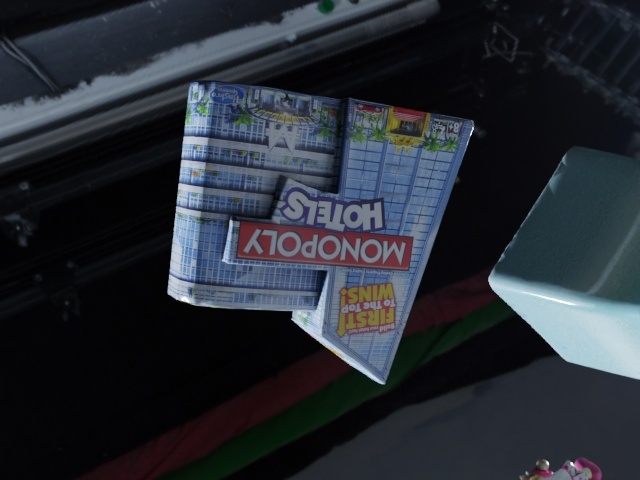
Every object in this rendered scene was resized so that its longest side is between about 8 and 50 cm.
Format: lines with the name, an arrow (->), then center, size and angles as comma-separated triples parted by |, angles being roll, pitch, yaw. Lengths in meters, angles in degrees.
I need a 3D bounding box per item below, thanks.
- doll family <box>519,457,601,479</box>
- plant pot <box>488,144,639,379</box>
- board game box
doll family -> 0.252, 0.376, 0.746 | 0.163, 0.118, 0.262 | -8, -60, -33
plant pot -> 0.438, 0.046, 0.889 | 0.248, 0.252, 0.247 | 40, -102, -30
board game box -> 0.000, 0.000, 0.463 | 0.194, 0.060, 0.194 | 4, -85, -24
